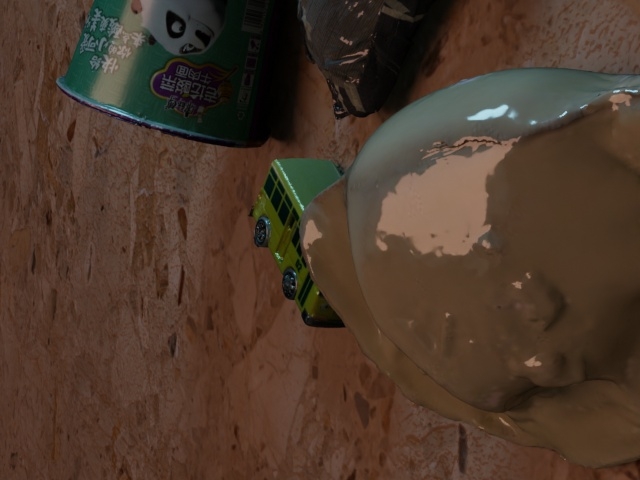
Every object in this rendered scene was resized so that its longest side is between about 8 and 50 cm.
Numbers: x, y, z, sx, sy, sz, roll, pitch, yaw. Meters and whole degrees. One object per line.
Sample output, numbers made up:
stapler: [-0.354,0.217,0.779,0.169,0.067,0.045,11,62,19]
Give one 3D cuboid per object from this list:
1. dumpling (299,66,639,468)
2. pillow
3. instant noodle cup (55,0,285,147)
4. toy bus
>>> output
dumpling: [0.166,0.025,0.911,0.395,0.233,0.315,-24,102,44]
pillow: [0.064,-0.262,1.130,0.161,0.092,0.335,58,138,29]
instant noodle cup: [-0.152,-0.233,1.383,0.251,0.251,0.190,37,113,54]
toy bus: [0.000,0.000,1.257,0.175,0.088,0.101,61,139,41]
